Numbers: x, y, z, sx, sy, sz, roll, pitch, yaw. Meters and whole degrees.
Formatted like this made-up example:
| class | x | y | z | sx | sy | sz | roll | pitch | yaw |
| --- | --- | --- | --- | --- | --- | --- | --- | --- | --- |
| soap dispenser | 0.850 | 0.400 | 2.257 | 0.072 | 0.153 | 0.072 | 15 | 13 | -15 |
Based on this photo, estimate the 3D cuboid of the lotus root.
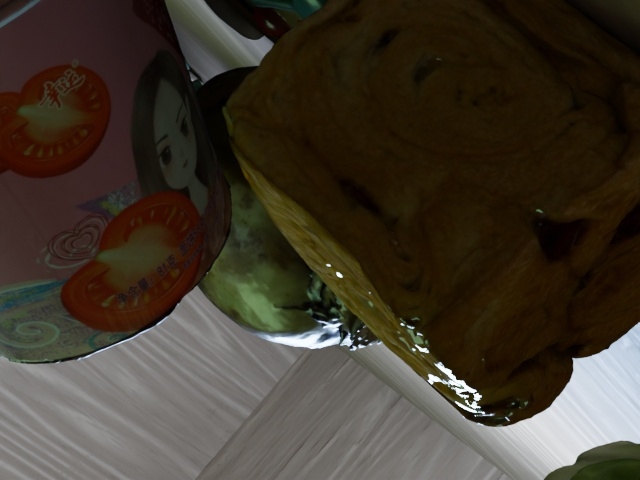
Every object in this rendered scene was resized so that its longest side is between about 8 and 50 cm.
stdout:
| class | x | y | z | sx | sy | sz | roll | pitch | yaw |
| --- | --- | --- | --- | --- | --- | --- | --- | --- | --- |
| lotus root | -0.027 | -0.031 | 0.836 | 0.314 | 0.169 | 0.141 | 42 | -177 | 39 |

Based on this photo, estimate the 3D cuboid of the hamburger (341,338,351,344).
| class | x | y | z | sx | sy | sz | roll | pitch | yaw |
| --- | --- | --- | --- | --- | --- | --- | --- | --- | --- |
| hamburger | 0.000 | 0.000 | 1.111 | 0.189 | 0.122 | 0.215 | 39 | 172 | 43 |

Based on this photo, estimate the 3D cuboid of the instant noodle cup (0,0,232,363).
| class | x | y | z | sx | sy | sz | roll | pitch | yaw |
| --- | --- | --- | --- | --- | --- | --- | --- | --- | --- |
| instant noodle cup | -0.178 | -0.075 | 0.681 | 0.243 | 0.243 | 0.231 | 35 | 155 | 43 |

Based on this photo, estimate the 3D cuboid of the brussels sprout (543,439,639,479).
| class | x | y | z | sx | sy | sz | roll | pitch | yaw |
| --- | --- | --- | --- | --- | --- | --- | --- | --- | --- |
| brussels sprout | 0.285 | 0.312 | 0.895 | 0.247 | 0.328 | 0.328 | 1 | -153 | -46 |

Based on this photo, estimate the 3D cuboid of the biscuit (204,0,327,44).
| class | x | y | z | sx | sy | sz | roll | pitch | yaw |
| --- | --- | --- | --- | --- | --- | --- | --- | --- | --- |
| biscuit | -0.019 | -0.139 | 0.605 | 0.197 | 0.049 | 0.301 | 38 | 173 | 4 |

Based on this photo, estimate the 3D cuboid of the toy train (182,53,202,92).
| class | x | y | z | sx | sy | sz | roll | pitch | yaw |
| --- | --- | --- | --- | --- | --- | --- | --- | --- | --- |
| toy train | -0.168 | -0.073 | 1.184 | 0.238 | 0.167 | 0.299 | 63 | -178 | 7 |

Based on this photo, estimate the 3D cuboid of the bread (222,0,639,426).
| class | x | y | z | sx | sy | sz | roll | pitch | yaw |
| --- | --- | --- | --- | --- | --- | --- | --- | --- | --- |
| bread | 0.061 | -0.021 | 0.491 | 0.158 | 0.149 | 0.143 | 37 | 170 | 29 |
